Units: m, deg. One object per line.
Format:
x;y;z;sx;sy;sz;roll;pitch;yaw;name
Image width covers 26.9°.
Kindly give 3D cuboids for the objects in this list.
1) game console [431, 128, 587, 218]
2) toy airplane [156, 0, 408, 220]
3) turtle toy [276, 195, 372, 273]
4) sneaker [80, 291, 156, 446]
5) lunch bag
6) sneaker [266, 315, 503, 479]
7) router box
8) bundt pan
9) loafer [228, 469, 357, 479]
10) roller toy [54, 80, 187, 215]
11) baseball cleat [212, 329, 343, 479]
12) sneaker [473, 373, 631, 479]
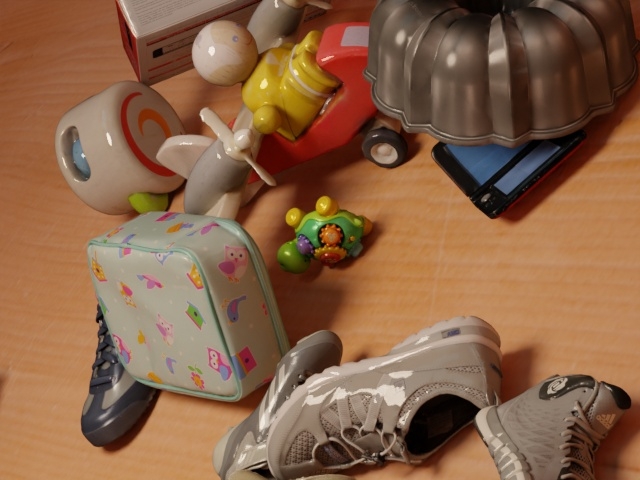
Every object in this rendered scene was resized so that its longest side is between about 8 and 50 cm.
0.213;-0.109;1.536;0.144;0.085;0.124;-42;14;3;game console
-0.087;-0.181;1.804;0.384;0.272;0.386;-46;30;-4;toy airplane
0.000;0.000;1.669;0.130;0.095;0.066;-21;58;35;turtle toy
-0.268;0.119;1.782;0.112;0.131;0.319;-19;38;34;sneaker
-0.162;0.083;1.621;0.108;0.224;0.279;-31;20;-33;lunch bag
0.059;0.181;1.345;0.281;0.105;0.115;-34;38;22;sneaker
-0.140;-0.362;2.036;0.335;0.082;0.301;-24;-4;-9;router box
0.206;-0.256;1.560;0.330;0.124;0.331;-7;42;6;bundt pan
-0.058;0.277;1.364;0.268;0.102;0.092;-22;42;33;loafer
-0.314;-0.144;2.107;0.146;0.191;0.209;-24;35;31;roller toy
-0.033;0.198;1.477;0.206;0.072;0.109;-52;32;5;baseball cleat
0.223;0.184;1.167;0.132;0.086;0.229;-37;30;6;sneaker
